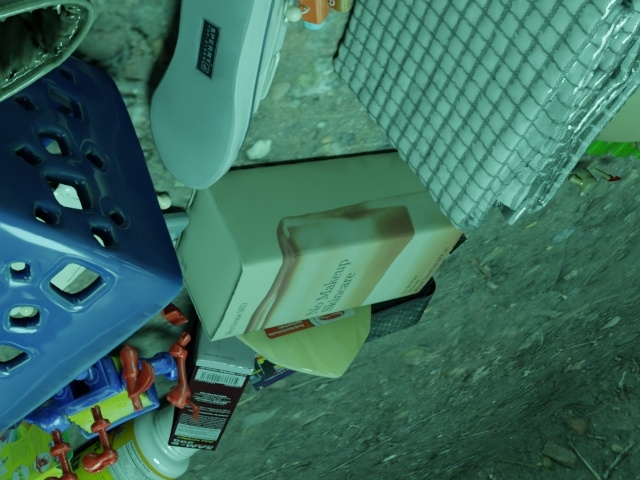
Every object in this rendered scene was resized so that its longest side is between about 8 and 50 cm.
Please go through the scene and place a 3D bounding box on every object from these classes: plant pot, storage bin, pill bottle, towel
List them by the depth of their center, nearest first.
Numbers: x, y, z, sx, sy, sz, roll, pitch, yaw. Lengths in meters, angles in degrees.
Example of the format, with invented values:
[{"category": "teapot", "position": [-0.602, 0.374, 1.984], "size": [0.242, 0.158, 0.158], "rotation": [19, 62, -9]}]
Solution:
[{"category": "plant pot", "position": [-0.268, -0.021, 0.537], "size": [0.236, 0.236, 0.212], "rotation": [-35, 146, 13]}, {"category": "towel", "position": [0.149, -0.174, 0.655], "size": [0.121, 0.235, 0.283], "rotation": [-19, 151, -29]}, {"category": "storage bin", "position": [0.051, 0.068, 1.075], "size": [0.180, 0.122, 0.084], "rotation": [-17, 150, -21]}, {"category": "pill bottle", "position": [-0.287, 0.341, 1.222], "size": [0.215, 0.117, 0.117], "rotation": [-35, 151, 11]}]

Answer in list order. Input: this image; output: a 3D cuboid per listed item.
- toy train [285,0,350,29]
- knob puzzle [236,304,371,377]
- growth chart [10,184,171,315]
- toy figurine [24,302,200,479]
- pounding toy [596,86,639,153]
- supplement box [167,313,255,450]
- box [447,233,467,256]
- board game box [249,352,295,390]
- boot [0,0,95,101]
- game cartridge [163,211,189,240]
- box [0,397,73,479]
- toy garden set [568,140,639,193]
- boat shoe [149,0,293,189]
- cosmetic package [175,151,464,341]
[{"category": "toy train", "position": [0.018, -0.236, 0.564], "size": [0.166, 0.046, 0.125], "rotation": [88, 27, -56]}, {"category": "knob puzzle", "position": [-0.024, 0.089, 0.966], "size": [0.213, 0.213, 0.030], "rotation": [-13, 147, -27]}, {"category": "growth chart", "position": [-0.284, 0.005, 0.778], "size": [0.237, 0.021, 0.172], "rotation": [-37, 150, 14]}, {"category": "toy figurine", "position": [-0.292, 0.222, 0.965], "size": [0.363, 0.191, 0.217], "rotation": [-27, 157, -1]}, {"category": "pounding toy", "position": [0.353, -0.194, 0.913], "size": [0.237, 0.110, 0.183], "rotation": [22, 168, -7]}, {"category": "supplement box", "position": [-0.144, 0.170, 1.043], "size": [0.073, 0.130, 0.239], "rotation": [12, 140, -13]}, {"category": "box", "position": [0.143, -0.020, 1.055], "size": [0.062, 0.083, 0.052], "rotation": [3, 140, -45]}, {"category": "board game box", "position": [-0.047, 0.158, 1.213], "size": [0.170, 0.048, 0.141], "rotation": [-27, 151, -4]}, {"category": "boot", "position": [-0.158, -0.185, 0.380], "size": [0.190, 0.208, 0.076], "rotation": [-37, 151, 15]}, {"category": "game cartridge", "position": [-0.181, -0.001, 0.849], "size": [0.083, 0.017, 0.056], "rotation": [-39, 172, 26]}, {"category": "box", "position": [-0.406, 0.296, 1.052], "size": [0.179, 0.105, 0.043], "rotation": [-33, 145, 7]}, {"category": "toy garden set", "position": [0.403, -0.142, 1.132], "size": [0.244, 0.049, 0.203], "rotation": [-2, 140, -42]}, {"category": "boat shoe", "position": [-0.070, -0.146, 0.645], "size": [0.084, 0.095, 0.258], "rotation": [-39, 166, -42]}, {"category": "cosmetic package", "position": [0.000, 0.000, 0.911], "size": [0.296, 0.129, 0.153], "rotation": [-10, 148, -30]}]
